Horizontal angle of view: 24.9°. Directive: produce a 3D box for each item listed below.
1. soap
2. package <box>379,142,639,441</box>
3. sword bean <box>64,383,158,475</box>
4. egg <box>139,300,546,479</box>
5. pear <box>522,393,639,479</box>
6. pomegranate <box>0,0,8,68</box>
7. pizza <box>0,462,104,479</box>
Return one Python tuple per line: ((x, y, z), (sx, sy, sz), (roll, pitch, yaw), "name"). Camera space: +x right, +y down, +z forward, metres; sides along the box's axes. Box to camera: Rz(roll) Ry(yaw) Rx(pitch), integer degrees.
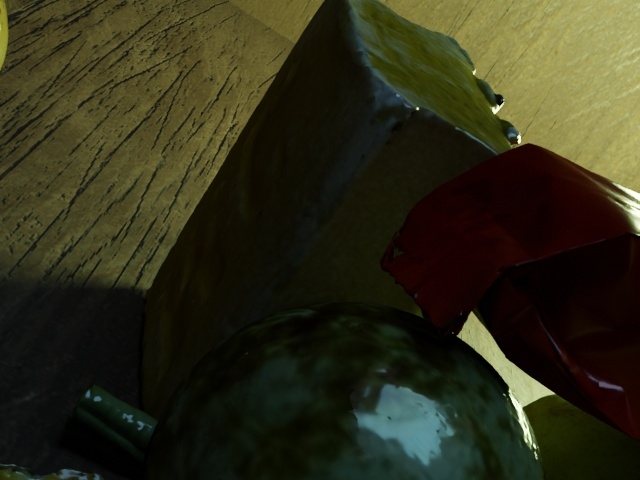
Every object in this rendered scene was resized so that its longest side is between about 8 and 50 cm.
((0.000, 0.000, 1.113), (0.156, 0.335, 0.293), (28, 21, -15), "soap")
((0.243, 0.064, 0.909), (0.423, 0.123, 0.196), (23, 11, -19), "package")
((-0.054, 0.173, 1.007), (0.269, 0.043, 0.038), (28, 39, -17), "sword bean")
((0.016, 0.153, 0.865), (0.238, 0.238, 0.289), (35, 9, 4), "egg")
((0.221, 0.240, 0.971), (0.253, 0.253, 0.307), (18, 27, -43), "pear")
((-0.352, -0.178, 1.144), (0.215, 0.215, 0.215), (31, 17, -10), "pomegranate")
((-0.227, 0.155, 0.696), (0.297, 0.071, 0.189), (22, 33, -25), "pizza")
